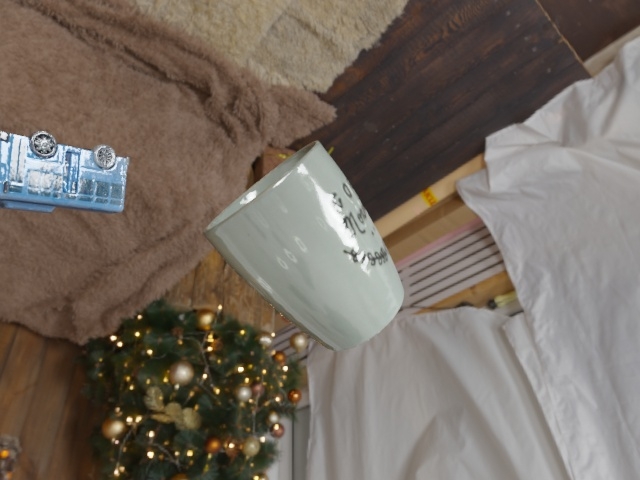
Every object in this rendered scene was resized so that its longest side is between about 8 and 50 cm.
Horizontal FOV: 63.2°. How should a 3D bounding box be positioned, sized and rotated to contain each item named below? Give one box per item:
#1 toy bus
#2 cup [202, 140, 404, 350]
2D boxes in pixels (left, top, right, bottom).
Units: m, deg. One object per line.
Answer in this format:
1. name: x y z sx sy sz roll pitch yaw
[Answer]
1. toy bus: -0.472 -0.114 0.917 0.116 0.133 0.234 4 179 37
2. cup: 0.000 0.000 0.715 0.186 0.258 0.234 -32 107 26
